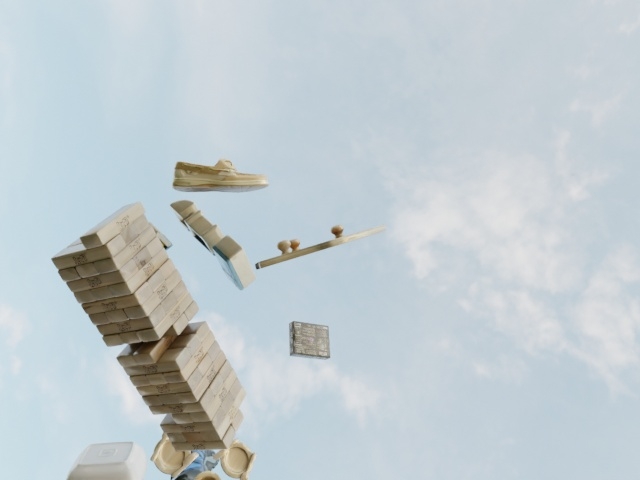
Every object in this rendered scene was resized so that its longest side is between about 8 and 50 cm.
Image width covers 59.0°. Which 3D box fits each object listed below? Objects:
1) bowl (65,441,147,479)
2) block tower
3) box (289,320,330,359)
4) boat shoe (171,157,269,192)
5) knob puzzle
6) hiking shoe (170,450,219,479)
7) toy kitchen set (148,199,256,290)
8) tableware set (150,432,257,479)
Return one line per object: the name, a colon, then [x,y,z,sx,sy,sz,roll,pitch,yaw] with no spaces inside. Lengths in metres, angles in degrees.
bowl: [-0.416,0.438,1.105,0.142,0.142,0.053,-2,-85,-7]
block tower: [-0.212,0.122,0.739,0.097,0.091,0.335,-12,-66,23]
box: [-0.021,0.196,1.110,0.018,0.083,0.067,-37,-131,48]
boat shoe: [-0.177,-0.118,1.004,0.170,0.063,0.059,0,-97,-11]
knob puzzle: [0.000,0.000,0.812,0.213,0.213,0.029,-17,-92,25]
hiking shoe: [-0.350,0.570,1.452,0.113,0.304,0.132,-34,-94,-8]
toy kitchen set: [-0.269,0.041,1.165,0.166,0.122,0.207,-40,-121,-17]
tableware set: [-0.197,0.373,0.979,0.168,0.141,0.020,45,-45,2]
